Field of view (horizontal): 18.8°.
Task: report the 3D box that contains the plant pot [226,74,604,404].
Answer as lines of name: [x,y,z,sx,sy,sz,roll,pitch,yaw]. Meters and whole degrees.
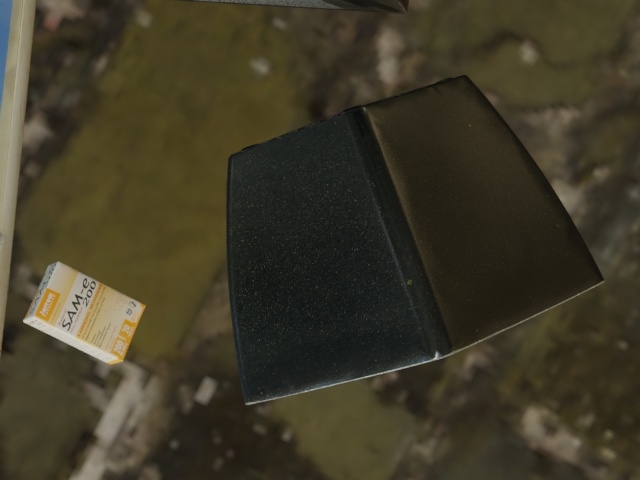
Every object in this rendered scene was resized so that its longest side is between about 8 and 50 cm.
plant pot: [0.043,-0.007,1.296,0.187,0.167,0.188,-18,3,44]

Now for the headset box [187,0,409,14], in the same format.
headset box: [-0.026,-0.324,1.411,0.110,0.218,0.293,42,-125,-66]

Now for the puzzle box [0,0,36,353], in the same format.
puzzle box: [-0.347,-0.115,1.382,0.052,0.272,0.408,137,137,-67]

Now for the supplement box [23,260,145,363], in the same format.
supplement box: [-0.225,0.069,1.848,0.036,0.098,0.062,-18,48,63]
